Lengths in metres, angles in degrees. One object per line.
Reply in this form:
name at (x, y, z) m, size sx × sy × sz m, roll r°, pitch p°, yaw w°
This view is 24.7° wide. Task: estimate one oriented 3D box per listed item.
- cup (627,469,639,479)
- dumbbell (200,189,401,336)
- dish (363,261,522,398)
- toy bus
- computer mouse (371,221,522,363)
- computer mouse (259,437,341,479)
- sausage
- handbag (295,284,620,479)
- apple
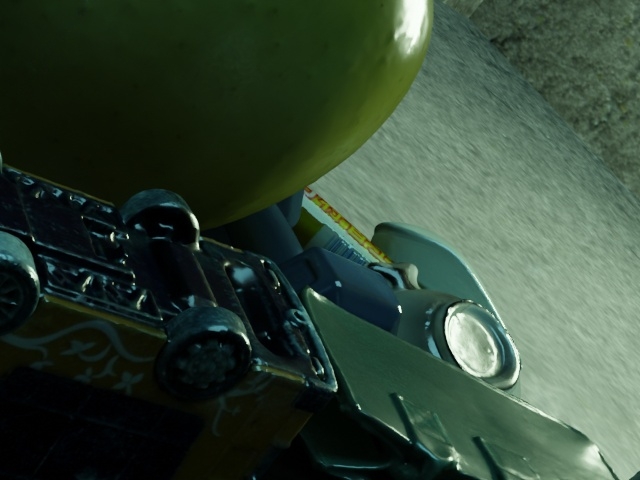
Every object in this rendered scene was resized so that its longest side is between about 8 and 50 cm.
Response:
cup at (0.340, 0.285, 1.504) m, size 0.095 × 0.129 × 0.128 m, roll 42°, pitch 14°, yaw -17°
dumbbell at (-0.046, 0.013, 1.351) m, size 0.144 × 0.160 × 0.325 m, roll -5°, pitch 38°, yaw -22°
dish at (0.133, 0.110, 1.471) m, size 0.224 × 0.078 × 0.246 m, roll 1°, pitch 57°, yaw -44°
toy bus at (-0.171, 0.064, 0.914) m, size 0.323 × 0.194 × 0.162 m, roll 22°, pitch 25°, yaw -36°
computer mouse at (0.147, 0.062, 1.654) m, size 0.231 × 0.079 × 0.128 m, roll 44°, pitch -13°, yaw -2°
computer mouse at (-0.004, 0.183, 1.176) m, size 0.232 × 0.057 × 0.120 m, roll 35°, pitch 20°, yaw -15°
sausage at (0.000, 0.000, 1.578) m, size 0.371 × 0.082 × 0.082 m, roll 41°, pitch 18°, yaw 0°
handbag at (0.113, 0.172, 1.136) m, size 0.326 × 0.089 × 0.238 m, roll 29°, pitch 10°, yaw -20°
apple at (-0.145, -0.221, 1.206) m, size 0.474 × 0.473 × 0.473 m, roll 35°, pitch 19°, yaw -14°
